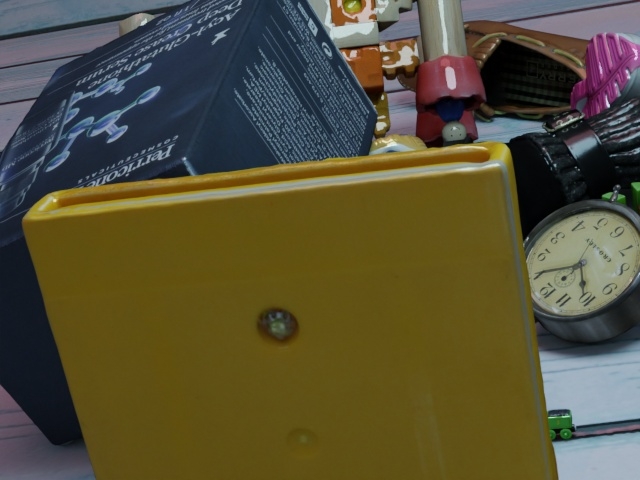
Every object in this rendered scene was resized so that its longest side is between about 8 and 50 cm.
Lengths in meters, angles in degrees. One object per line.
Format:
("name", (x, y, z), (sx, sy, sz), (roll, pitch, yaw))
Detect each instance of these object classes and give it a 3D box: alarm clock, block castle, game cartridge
("alarm clock", (0.231, 0.042, 1.200), (0.192, 0.064, 0.129), (-37, 44, 2))
("block castle", (-0.022, -0.174, 1.683), (0.453, 0.213, 0.303), (-6, -8, 2))
("game cartridge", (-0.006, 0.111, 0.796), (0.285, 0.324, 0.053), (-5, 23, 14))

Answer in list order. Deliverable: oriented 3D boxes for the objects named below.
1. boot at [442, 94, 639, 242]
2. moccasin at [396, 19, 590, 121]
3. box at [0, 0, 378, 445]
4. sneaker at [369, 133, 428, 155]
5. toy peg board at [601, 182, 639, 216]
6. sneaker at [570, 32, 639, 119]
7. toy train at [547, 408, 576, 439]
("boot", (0.264, -0.063, 1.405), (0.260, 0.131, 0.348), (-8, 20, 8))
("moccasin", (0.256, -0.238, 1.908), (0.380, 0.139, 0.147), (20, 27, 40))
("box", (-0.141, -0.047, 1.236), (0.293, 0.212, 0.395), (-22, 29, 24))
("sneaker", (0.000, 0.000, 1.414), (0.296, 0.131, 0.112), (-27, -10, 30))
("toy peg board", (0.339, -0.004, 1.284), (0.161, 0.079, 0.160), (-21, 22, -24))
("sneaker", (0.379, -0.184, 1.608), (0.111, 0.103, 0.252), (-2, -13, 0))
("toy train", (0.161, 0.147, 1.046), (0.083, 0.024, 0.017), (-6, 21, 14))
